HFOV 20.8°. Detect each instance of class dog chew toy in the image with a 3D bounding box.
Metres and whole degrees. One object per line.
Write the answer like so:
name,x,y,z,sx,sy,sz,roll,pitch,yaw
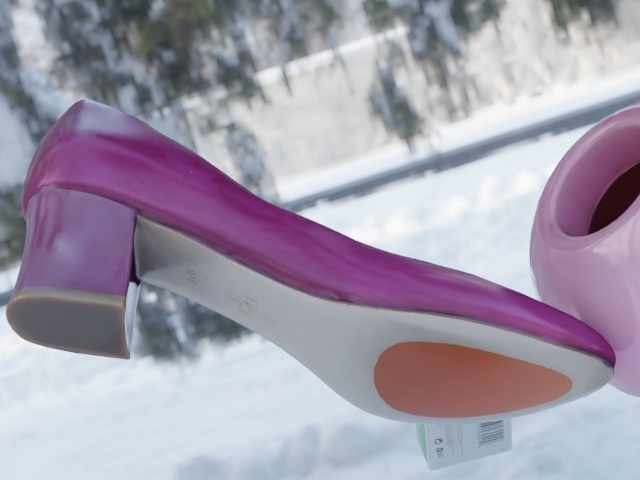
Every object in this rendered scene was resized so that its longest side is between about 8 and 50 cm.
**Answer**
dog chew toy,0.296,0.048,1.172,0.206,0.332,0.206,-38,31,28

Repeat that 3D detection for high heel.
high heel,0.000,0.000,1.092,0.377,0.181,0.127,11,-38,-5

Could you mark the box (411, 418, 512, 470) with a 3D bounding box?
box,0.153,0.183,1.949,0.102,0.101,0.087,-13,41,-6
